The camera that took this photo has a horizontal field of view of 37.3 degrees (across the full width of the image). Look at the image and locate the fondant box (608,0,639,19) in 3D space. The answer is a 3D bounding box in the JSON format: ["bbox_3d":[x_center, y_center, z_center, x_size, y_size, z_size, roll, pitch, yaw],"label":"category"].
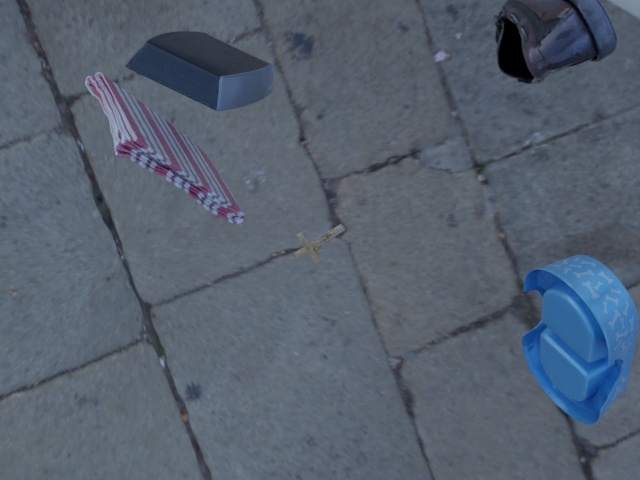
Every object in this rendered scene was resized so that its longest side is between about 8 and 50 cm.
[{"bbox_3d":[0.431,-0.399,1.036,0.096,0.238,0.331,-4,125,-23],"label":"fondant box"}]

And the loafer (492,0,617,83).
[{"bbox_3d":[0.235,-0.228,1.080,0.095,0.302,0.109,-32,100,2],"label":"loafer"}]

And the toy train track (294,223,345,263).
[{"bbox_3d":[0.000,0.000,1.262,0.083,0.014,0.048,-31,95,30],"label":"toy train track"}]

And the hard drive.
[{"bbox_3d":[-0.170,-0.263,1.443,0.171,0.254,0.054,26,110,7],"label":"hard drive"}]

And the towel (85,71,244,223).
[{"bbox_3d":[-0.176,-0.101,1.076,0.029,0.144,0.197,-43,137,10],"label":"towel"}]

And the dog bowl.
[{"bbox_3d":[0.371,0.138,1.354,0.074,0.297,0.166,-31,51,-16],"label":"dog bowl"}]
